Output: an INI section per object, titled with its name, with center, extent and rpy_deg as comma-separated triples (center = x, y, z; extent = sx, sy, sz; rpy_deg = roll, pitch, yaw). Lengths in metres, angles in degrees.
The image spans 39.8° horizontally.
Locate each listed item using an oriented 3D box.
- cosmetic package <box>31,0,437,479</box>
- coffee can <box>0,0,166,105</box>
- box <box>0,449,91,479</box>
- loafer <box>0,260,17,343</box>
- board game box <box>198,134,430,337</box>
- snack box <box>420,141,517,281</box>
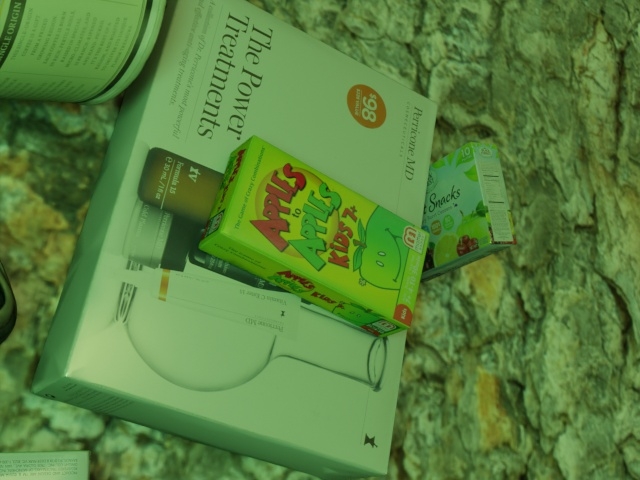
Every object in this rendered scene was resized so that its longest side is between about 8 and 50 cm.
[cosmetic package]
center = -0.052, -0.010, 0.782
extent = 0.284, 0.097, 0.377
rpy_deg = 24, 62, -26
[coffee can]
center = -0.273, -0.197, 0.603
extent = 0.275, 0.201, 0.202
rpy_deg = -6, 76, -49
[box]
center = -0.281, 0.248, 0.526
extent = 0.262, 0.127, 0.231
rpy_deg = 6, 71, -31
[loafer]
center = -0.299, -0.042, 0.642
extent = 0.096, 0.084, 0.267
rpy_deg = -35, 93, -36
[board game box]
center = 0.000, 0.000, 0.725
extent = 0.181, 0.043, 0.092
rpy_deg = 28, 61, -23
[snack box]
center = 0.124, -0.024, 0.865
extent = 0.037, 0.141, 0.100
rpy_deg = 1, 73, -31
